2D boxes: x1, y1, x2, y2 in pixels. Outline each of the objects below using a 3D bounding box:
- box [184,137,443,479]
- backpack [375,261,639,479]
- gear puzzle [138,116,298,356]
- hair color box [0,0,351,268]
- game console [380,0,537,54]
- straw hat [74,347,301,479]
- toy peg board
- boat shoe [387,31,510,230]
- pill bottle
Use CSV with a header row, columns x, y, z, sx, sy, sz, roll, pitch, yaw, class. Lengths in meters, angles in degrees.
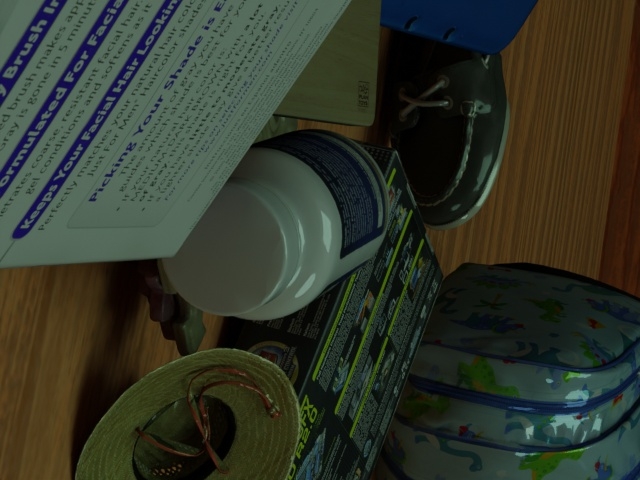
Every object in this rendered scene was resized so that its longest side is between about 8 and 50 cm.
x,y,z,sx,sy,sz,roll,pitch,yaw,class
0.005,0.091,1.224,0.216,0.060,0.270,61,46,-61,box
0.183,0.149,1.544,0.355,0.290,0.273,-48,148,-47,backpack
-0.062,-0.099,1.044,0.339,0.044,0.175,-68,155,-48,gear puzzle
-0.109,-0.089,0.659,0.185,0.110,0.339,-55,168,10,hair color box
0.099,-0.299,1.260,0.293,0.173,0.250,2,64,-61,game console
-0.084,0.112,0.987,0.061,0.144,0.144,-132,-148,-53,straw hat
-0.034,-0.150,0.954,0.161,0.079,0.160,0,94,-62,toy peg board
0.104,-0.171,1.463,0.095,0.112,0.335,36,53,-40,boat shoe
-0.026,-0.008,0.932,0.169,0.094,0.094,-29,123,-71,pill bottle
